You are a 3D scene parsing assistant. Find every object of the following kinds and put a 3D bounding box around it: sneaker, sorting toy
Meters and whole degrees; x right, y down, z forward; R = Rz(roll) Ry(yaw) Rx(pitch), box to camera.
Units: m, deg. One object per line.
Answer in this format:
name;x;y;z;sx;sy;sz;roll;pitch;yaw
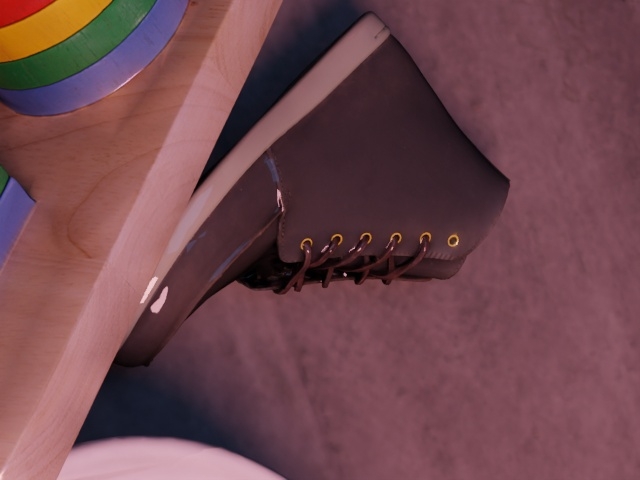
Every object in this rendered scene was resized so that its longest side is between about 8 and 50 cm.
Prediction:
sneaker;0.000;0.000;0.799;0.118;0.083;0.222;44;60;-5
sorting toy;-0.169;-0.049;0.643;0.089;0.257;0.255;52;52;-45

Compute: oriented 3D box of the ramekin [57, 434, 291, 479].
ramekin;-0.084;0.214;0.633;0.273;0.127;0.273;16;65;-37
